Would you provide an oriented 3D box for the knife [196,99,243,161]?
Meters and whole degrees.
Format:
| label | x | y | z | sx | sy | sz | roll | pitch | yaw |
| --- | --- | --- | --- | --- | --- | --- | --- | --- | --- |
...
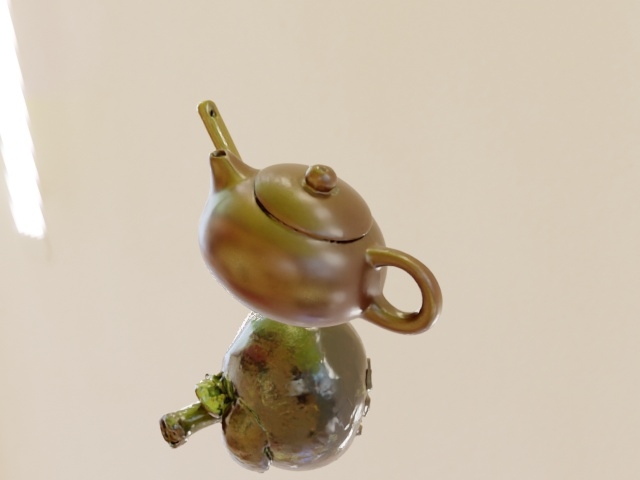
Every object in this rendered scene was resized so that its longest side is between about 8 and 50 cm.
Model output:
| label | x | y | z | sx | sy | sz | roll | pitch | yaw |
| --- | --- | --- | --- | --- | --- | --- | --- | --- | --- |
| knife | -0.056 | -0.032 | 1.533 | 0.022 | 0.046 | 0.256 | -31 | -96 | 49 |

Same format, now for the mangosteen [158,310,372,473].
| label | x | y | z | sx | sy | sz | roll | pitch | yaw |
| --- | --- | --- | --- | --- | --- | --- | --- | --- | --- |
| mangosteen | -0.073 | 0.197 | 1.985 | 0.231 | 0.289 | 0.231 | 172 | -90 | -79 |

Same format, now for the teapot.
| label | x | y | z | sx | sy | sz | roll | pitch | yaw |
| --- | --- | --- | --- | --- | --- | --- | --- | --- | --- |
| teapot | 0.000 | 0.000 | 1.352 | 0.252 | 0.178 | 0.135 | 29 | -55 | 13 |
